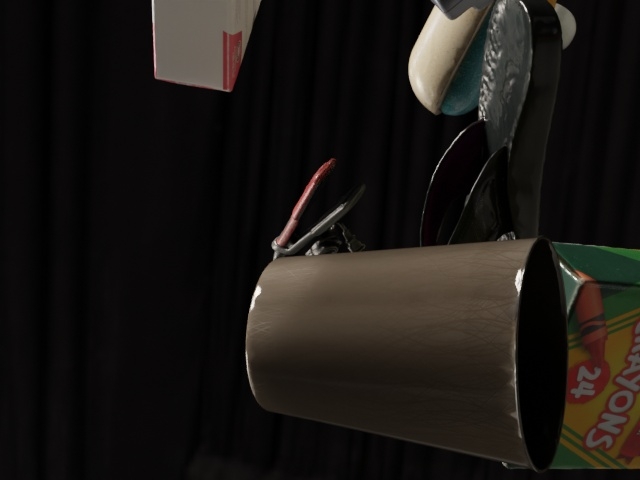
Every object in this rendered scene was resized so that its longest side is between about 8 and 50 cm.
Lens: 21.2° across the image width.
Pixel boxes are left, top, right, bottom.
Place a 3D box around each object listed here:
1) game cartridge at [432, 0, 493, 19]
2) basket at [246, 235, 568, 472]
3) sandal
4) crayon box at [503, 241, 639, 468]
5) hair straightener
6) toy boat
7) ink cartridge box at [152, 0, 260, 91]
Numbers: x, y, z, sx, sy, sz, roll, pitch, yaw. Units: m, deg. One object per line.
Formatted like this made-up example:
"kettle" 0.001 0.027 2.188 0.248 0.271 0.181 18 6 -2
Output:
"game cartridge" 0.152 -0.333 1.670 0.196 0.060 0.294 -35 31 3
"basket" 0.069 0.084 1.358 0.227 0.204 0.154 3 40 22
"sandal" 0.172 -0.054 1.893 0.107 0.445 0.167 -1 17 -17
"crayon box" 0.318 0.112 1.596 0.319 0.202 0.081 3 28 -29
"hair straightener" 0.000 0.000 1.844 0.089 0.230 0.047 38 54 2
"toy boat" 0.229 -0.272 2.083 0.148 0.267 0.318 30 17 7
"ink cartridge box" -0.114 -0.292 1.838 0.092 0.158 0.218 10 45 6
